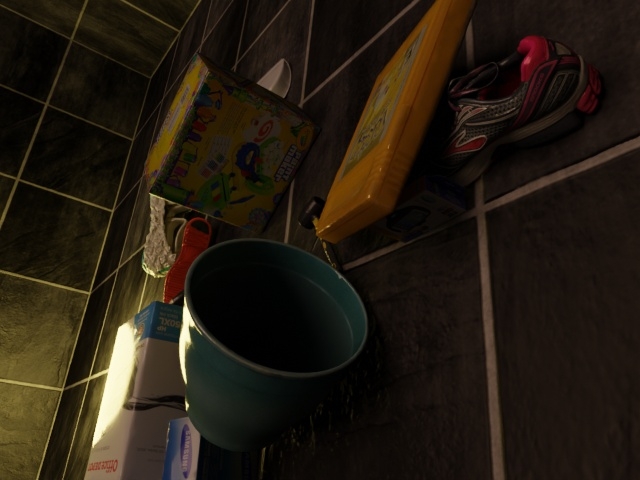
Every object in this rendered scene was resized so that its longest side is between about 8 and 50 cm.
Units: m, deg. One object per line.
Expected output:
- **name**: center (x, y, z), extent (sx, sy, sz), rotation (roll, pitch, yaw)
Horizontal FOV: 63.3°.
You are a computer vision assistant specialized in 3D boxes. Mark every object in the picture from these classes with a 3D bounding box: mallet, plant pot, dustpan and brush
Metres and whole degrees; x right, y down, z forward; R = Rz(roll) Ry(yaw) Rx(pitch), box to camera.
- **mallet**: center (0.000, 0.000, 0.965), extent (0.062, 0.039, 0.190), rotation (-48, 41, 32)
- **plant pot**: center (-0.099, 0.178, 0.808), extent (0.272, 0.271, 0.255), rotation (-110, 35, -48)
- **dustpan and brush**: center (-0.125, -0.379, 1.383), extent (0.147, 0.060, 0.211), rotation (-37, 35, 23)

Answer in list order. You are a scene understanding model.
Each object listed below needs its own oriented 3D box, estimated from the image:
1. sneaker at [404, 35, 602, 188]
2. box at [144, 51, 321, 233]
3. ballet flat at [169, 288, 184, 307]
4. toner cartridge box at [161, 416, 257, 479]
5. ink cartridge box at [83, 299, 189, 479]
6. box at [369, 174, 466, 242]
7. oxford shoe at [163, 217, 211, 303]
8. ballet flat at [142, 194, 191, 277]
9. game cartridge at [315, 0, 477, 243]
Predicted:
- **sneaker**: center (0.193, -0.158, 0.677), extent (0.299, 0.112, 0.121), rotation (-31, 47, 47)
- **box**: center (-0.205, -0.212, 1.175), extent (0.290, 0.279, 0.177), rotation (-58, 32, 17)
- **ballet flat**: center (-0.306, 0.119, 1.299), extent (0.173, 0.057, 0.049), rotation (-38, 48, -14)
- **toner cartridge box**: center (-0.179, 0.472, 0.817), extent (0.075, 0.165, 0.348), rotation (-17, 54, 22)
- **ink cartridge box**: center (-0.405, 0.380, 1.241), extent (0.285, 0.166, 0.395), rotation (-31, 47, 46)
- **box**: center (0.136, -0.043, 0.726), extent (0.136, 0.081, 0.028), rotation (-31, 47, 47)
- **oxford shoe**: center (-0.370, 0.075, 1.469), extent (0.098, 0.096, 0.272), rotation (145, 144, -72)
- **ballet flat**: center (-0.483, -0.065, 1.708), extent (0.147, 0.146, 0.409), rotation (-36, 46, 42)
- **game cartridge**: center (0.093, -0.162, 0.768), extent (0.324, 0.052, 0.285), rotation (-66, 9, -15)
